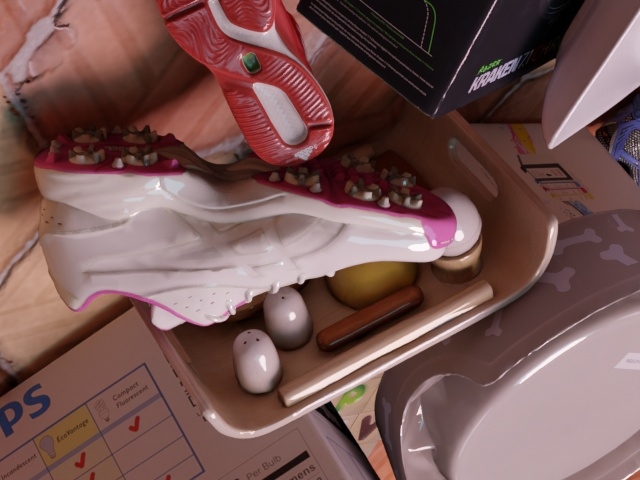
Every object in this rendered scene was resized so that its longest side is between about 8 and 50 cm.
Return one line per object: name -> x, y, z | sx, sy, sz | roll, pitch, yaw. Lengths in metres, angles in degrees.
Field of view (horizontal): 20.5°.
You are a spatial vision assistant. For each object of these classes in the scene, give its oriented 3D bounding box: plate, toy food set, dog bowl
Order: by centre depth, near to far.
plate -> 0.260, -0.212, 1.272 | 0.278, 0.045, 0.277 | -60, 167, 28
toy food set -> 0.000, 0.000, 1.374 | 0.306, 0.219, 0.092 | -27, 137, -13
dog bowl -> 0.200, 0.113, 1.498 | 0.349, 0.102, 0.348 | -24, 148, -16

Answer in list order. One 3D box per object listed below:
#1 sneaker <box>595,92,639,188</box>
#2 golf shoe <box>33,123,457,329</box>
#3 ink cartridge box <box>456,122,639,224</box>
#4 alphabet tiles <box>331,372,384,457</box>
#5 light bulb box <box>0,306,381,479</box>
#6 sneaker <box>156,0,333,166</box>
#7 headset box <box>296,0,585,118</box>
sneaker -> 0.320, -0.075, 1.724 | 0.087, 0.083, 0.221 | -26, 144, 10
golf shoe -> -0.057, 0.000, 1.290 | 0.306, 0.115, 0.140 | 7, 107, 4
ink cartridge box -> 0.162, 0.009, 1.581 | 0.233, 0.168, 0.171 | -3, 137, -40
alphabet tiles -> 0.042, 0.138, 1.789 | 0.285, 0.011, 0.342 | -4, 137, -39
light bulb box -> -0.117, 0.276, 1.485 | 0.358, 0.361, 0.225 | -34, 149, 2
sneaker -> -0.065, -0.165, 1.240 | 0.087, 0.128, 0.221 | -21, 115, 0
headset box -> 0.148, -0.256, 1.193 | 0.246, 0.131, 0.283 | -29, 154, -50
